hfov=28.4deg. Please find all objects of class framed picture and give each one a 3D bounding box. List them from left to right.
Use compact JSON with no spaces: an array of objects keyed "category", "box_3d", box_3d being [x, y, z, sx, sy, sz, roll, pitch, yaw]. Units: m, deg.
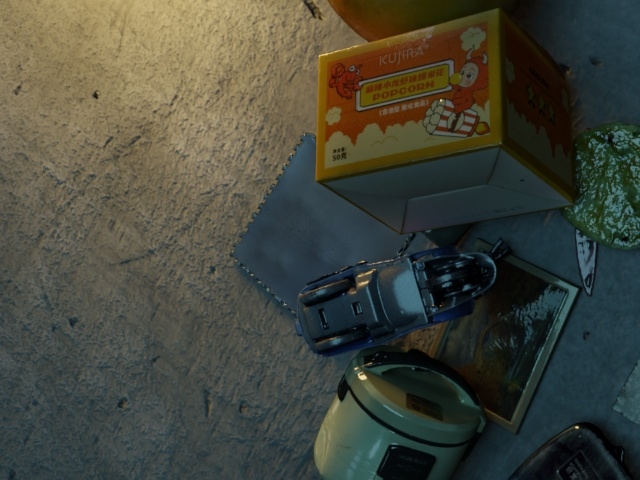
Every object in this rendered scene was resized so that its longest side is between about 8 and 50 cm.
[{"category":"framed picture","box_3d":[0.269,0.144,1.925,0.184,0.016,0.249,29,105,27]}]

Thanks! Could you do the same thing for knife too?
[{"category":"knife","box_3d":[0.389,-0.041,1.854,0.035,0.018,0.247,2,93,27]}]

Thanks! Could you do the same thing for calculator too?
[{"category":"calculator","box_3d":[0.350,0.386,1.841,0.268,0.040,0.177,-50,51,23]}]

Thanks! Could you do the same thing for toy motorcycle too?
[{"category":"toy motorcycle","box_3d":[0.123,0.081,1.889,0.359,0.213,0.125,-19,85,34]}]

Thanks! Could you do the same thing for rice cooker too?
[{"category":"rice cooker","box_3d":[0.119,0.281,1.890,0.226,0.226,0.244,34,112,25]}]

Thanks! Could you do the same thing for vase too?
[{"category":"vase","box_3d":[0.236,-0.087,1.908,0.214,0.086,0.086,-46,69,17]}]

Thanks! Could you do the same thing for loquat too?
[{"category":"loquat","box_3d":[0.153,-0.420,1.818,0.329,0.328,0.328,0,91,30]}]

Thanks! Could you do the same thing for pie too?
[{"category":"pie","box_3d":[0.428,-0.080,1.806,0.187,0.041,0.186,2,96,22]}]

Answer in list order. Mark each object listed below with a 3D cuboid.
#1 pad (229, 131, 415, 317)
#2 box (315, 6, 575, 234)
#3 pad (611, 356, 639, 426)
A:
[{"category":"pad","box_3d":[0.000,0.000,2.082,0.270,0.012,0.269,43,110,23]},{"category":"box","box_3d":[0.177,-0.159,1.765,0.284,0.259,0.213,-11,67,29]},{"category":"pad","box_3d":[0.532,0.182,1.782,0.158,0.003,0.235,33,106,26]}]
